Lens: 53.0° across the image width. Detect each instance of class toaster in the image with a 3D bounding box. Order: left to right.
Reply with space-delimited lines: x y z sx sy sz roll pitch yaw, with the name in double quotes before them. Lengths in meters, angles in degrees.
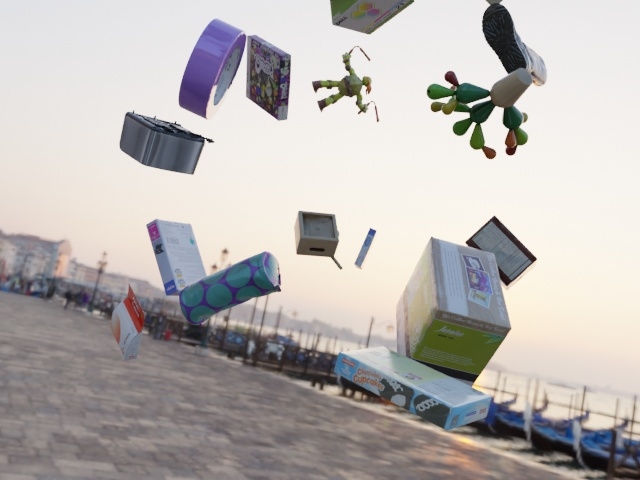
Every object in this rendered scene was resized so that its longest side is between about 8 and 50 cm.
"toaster" -0.405 -0.252 1.667 0.168 0.110 0.186 6 19 -47

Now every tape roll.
"tape roll" -0.308 -0.489 1.842 0.090 0.274 0.275 24 -9 -3

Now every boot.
"boot" 0.459 -0.450 1.492 0.076 0.189 0.208 -19 0 38

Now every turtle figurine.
"turtle figurine" 0.091 -0.512 2.203 0.217 0.269 0.087 -16 17 7

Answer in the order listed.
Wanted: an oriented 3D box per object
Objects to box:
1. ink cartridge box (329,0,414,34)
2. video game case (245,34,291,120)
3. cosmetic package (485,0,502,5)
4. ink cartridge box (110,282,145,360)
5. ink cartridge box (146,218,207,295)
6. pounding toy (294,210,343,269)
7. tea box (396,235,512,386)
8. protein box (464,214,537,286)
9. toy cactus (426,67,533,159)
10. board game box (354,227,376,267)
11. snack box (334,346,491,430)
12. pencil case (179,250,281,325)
"ink cartridge box" 0.075 -0.625 1.608 0.255 0.097 0.189 1 -13 -35
"video game case" -0.170 -0.520 2.044 0.042 0.210 0.232 -15 38 -29
"cosmetic package" 0.355 -0.691 1.486 0.296 0.129 0.153 18 -55 -47
"ink cartridge box" -0.564 0.238 1.870 0.045 0.179 0.145 -9 43 -33
"ink cartridge box" -0.472 0.083 2.173 0.065 0.311 0.186 -29 -17 23
"pounding toy" 0.000 0.000 1.827 0.141 0.130 0.100 5 -45 -12
"tea box" 0.380 0.225 1.914 0.220 0.329 0.323 16 -53 -7
"protein box" 0.613 0.047 2.183 0.201 0.136 0.200 50 6 18
"toy cactus" 0.301 -0.240 1.125 0.219 0.112 0.180 34 -33 -12
"board game box" 0.103 0.020 1.462 0.020 0.090 0.090 24 -4 7
"snack box" 0.212 0.337 1.506 0.322 0.060 0.187 20 9 39
"pencil case" -0.132 0.073 0.955 0.152 0.064 0.070 -22 -53 10
